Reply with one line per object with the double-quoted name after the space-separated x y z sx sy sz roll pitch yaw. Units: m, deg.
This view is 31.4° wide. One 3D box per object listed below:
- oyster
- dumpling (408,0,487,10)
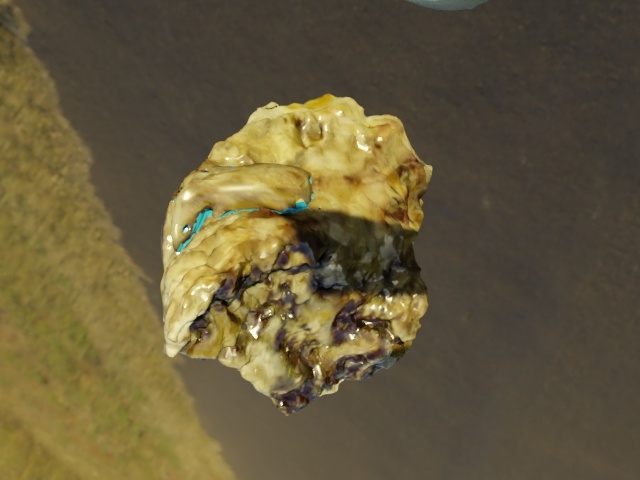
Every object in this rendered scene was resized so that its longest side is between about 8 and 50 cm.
0.000 0.000 0.742 0.214 0.222 0.083 28 160 -38 "oyster"
0.104 -0.244 0.844 0.105 0.149 0.217 20 -170 32 "dumpling"
